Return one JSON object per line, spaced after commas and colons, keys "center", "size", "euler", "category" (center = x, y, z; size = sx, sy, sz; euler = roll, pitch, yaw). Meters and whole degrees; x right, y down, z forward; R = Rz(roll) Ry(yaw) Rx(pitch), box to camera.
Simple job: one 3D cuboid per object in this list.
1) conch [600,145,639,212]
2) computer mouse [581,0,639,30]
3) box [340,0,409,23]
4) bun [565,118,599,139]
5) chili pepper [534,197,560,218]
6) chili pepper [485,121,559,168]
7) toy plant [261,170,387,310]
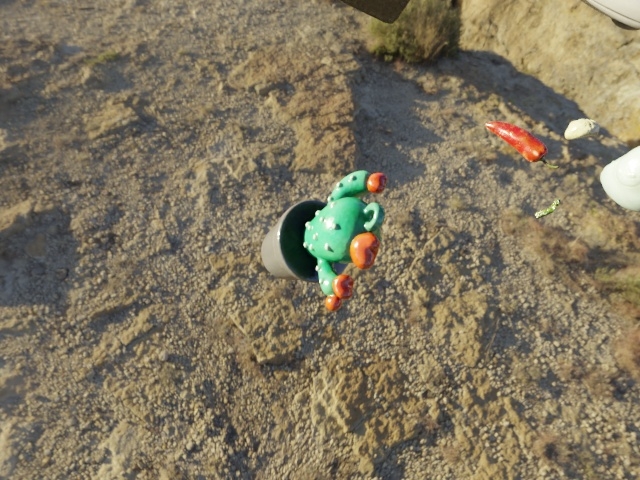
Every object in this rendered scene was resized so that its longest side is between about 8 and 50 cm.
{"center": [0.739, -0.129, 0.932], "size": [0.185, 0.221, 0.120], "euler": [33, 83, 39], "category": "conch"}
{"center": [0.385, -0.386, 0.551], "size": [0.297, 0.121, 0.184], "euler": [45, 50, -13], "category": "computer mouse"}
{"center": [0.100, -0.488, 0.573], "size": [0.184, 0.273, 0.143], "euler": [20, 62, -11], "category": "box"}
{"center": [0.755, -0.323, 1.186], "size": [0.086, 0.054, 0.086], "euler": [-9, 9, 1], "category": "bun"}
{"center": [0.673, -0.092, 1.207], "size": [0.022, 0.083, 0.027], "euler": [45, 19, -20], "category": "chili pepper"}
{"center": [0.648, -0.315, 1.317], "size": [0.071, 0.063, 0.272], "euler": [-45, 67, 5], "category": "chili pepper"}
{"center": [0.007, -0.010, 0.885], "size": [0.185, 0.400, 0.279], "euler": [44, 65, -13], "category": "toy plant"}
